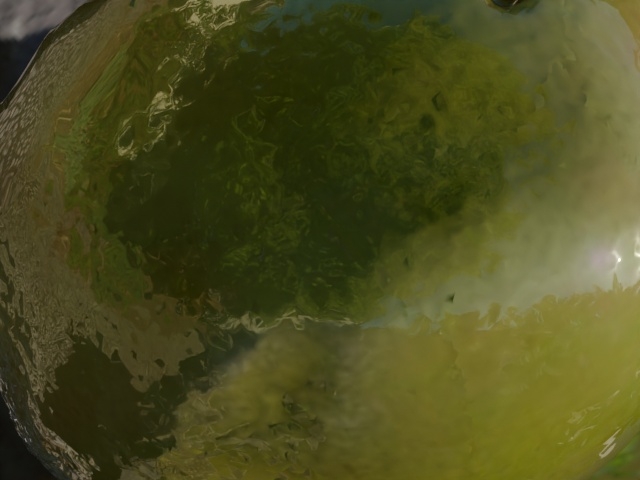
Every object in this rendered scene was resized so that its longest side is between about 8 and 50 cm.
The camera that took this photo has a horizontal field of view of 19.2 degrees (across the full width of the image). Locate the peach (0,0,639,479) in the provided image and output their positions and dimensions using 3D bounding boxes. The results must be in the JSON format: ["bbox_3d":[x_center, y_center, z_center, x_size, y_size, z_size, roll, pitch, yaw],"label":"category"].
[{"bbox_3d":[0.006,-0.002,0.822,0.315,0.314,0.281,-18,92,-5],"label":"peach"}]
